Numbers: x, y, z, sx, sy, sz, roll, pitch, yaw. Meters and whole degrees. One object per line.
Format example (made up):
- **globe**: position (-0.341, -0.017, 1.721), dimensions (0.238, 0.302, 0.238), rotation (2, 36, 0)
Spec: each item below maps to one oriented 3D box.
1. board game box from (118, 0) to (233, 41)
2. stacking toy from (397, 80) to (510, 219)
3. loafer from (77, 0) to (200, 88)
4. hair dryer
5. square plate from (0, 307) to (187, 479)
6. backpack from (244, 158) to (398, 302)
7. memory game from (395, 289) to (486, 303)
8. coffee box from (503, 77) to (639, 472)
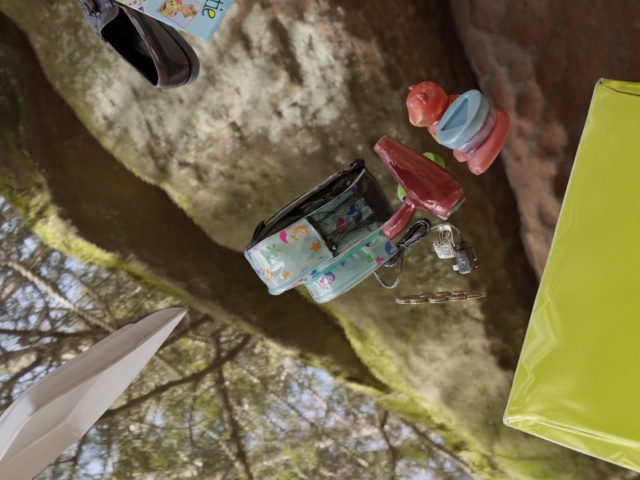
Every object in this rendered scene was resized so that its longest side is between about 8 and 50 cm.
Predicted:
- **board game box**: position (-0.277, -0.468, 1.443), dimensions (0.275, 0.144, 0.142), rotation (20, -146, -30)
- **stacking toy**: position (0.241, -0.209, 1.887), dimensions (0.130, 0.309, 0.279), rotation (31, -87, -22)
- **loafer**: position (-0.349, -0.382, 1.581), dimensions (0.302, 0.109, 0.095), rotation (42, -136, 11)
- **hair dryer**: position (0.161, -0.054, 1.630), dimensions (0.080, 0.223, 0.294), rotation (-33, -68, -64)
- **square plate**: position (-0.372, 0.247, 1.229), dimensions (0.049, 0.344, 0.347), rotation (45, -152, 5)
- **backpack**: position (0.000, 0.000, 1.522), dimensions (0.253, 0.225, 0.191), rotation (-29, -85, -3)
- **memory game**: position (0.244, 0.114, 1.788), dimensions (0.186, 0.186, 0.012), rotation (-4, -91, -40)
- **coffee box**: position (0.426, 0.069, 0.835), dimensions (0.334, 0.338, 0.338), rotation (17, -92, -54)
